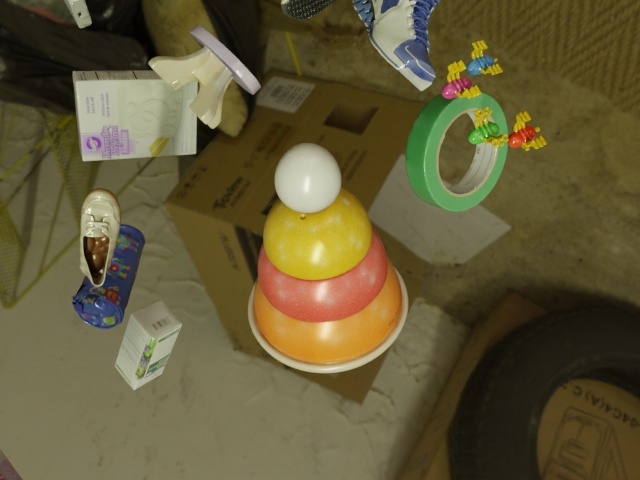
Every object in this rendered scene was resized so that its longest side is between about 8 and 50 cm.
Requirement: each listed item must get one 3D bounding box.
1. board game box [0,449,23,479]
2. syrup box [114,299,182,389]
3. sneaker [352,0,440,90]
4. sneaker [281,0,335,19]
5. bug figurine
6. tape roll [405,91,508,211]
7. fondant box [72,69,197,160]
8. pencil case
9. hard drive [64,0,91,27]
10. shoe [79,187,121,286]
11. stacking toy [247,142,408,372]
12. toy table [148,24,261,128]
[{"bbox_3d":[-0.556,0.494,0.958,0.318,0.318,0.066,28,-169,35],"label":"board game box"},{"bbox_3d":[-0.440,0.268,1.555,0.096,0.093,0.237,44,132,18],"label":"syrup box"},{"bbox_3d":[0.197,-0.503,1.364,0.182,0.315,0.127,-38,141,24],"label":"sneaker"},{"bbox_3d":[-0.016,-0.467,1.135,0.075,0.161,0.057,45,162,33],"label":"sneaker"},{"bbox_3d":[0.369,-0.300,1.348,0.072,0.216,0.279,-38,76,53],"label":"bug figurine"},{"bbox_3d":[0.372,-0.241,1.649,0.077,0.321,0.321,27,155,50],"label":"tape roll"},{"bbox_3d":[-0.529,-0.364,1.770,0.096,0.330,0.238,-125,36,-49],"label":"fondant box"},{"bbox_3d":[-0.550,0.087,1.595,0.133,0.306,0.119,20,128,-18],"label":"pencil case"},{"bbox_3d":[-0.783,-0.819,1.773,0.353,0.047,0.233,63,168,-8],"label":"hard drive"},{"bbox_3d":[-0.438,-0.002,1.215,0.077,0.058,0.219,2,127,-23],"label":"shoe"},{"bbox_3d":[0.000,0.000,1.197,0.351,0.350,0.480,20,142,23],"label":"stacking toy"},{"bbox_3d":[-0.286,-0.405,1.515,0.252,0.161,0.274,45,-179,-41],"label":"toy table"}]
